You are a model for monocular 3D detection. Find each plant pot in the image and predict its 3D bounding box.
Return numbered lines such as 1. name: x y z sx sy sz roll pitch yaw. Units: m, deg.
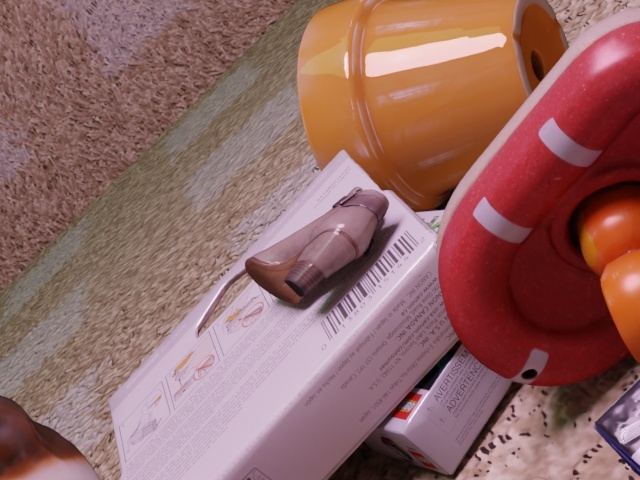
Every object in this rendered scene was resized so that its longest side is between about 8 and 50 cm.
1. plant pot: 0.113 -0.134 1.009 0.187 0.205 0.205 -12 33 33

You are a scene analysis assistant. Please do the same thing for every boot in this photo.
1. boot: 0.000 0.000 0.785 0.087 0.042 0.118 -47 21 -15

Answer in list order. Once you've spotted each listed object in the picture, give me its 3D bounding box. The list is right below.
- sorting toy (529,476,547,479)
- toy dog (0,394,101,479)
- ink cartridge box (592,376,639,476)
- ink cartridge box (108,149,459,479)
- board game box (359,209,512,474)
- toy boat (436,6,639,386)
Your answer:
1. sorting toy: 0.029 0.200 0.574 0.208 0.038 0.193 -11 23 5
2. toy dog: -0.330 0.269 0.774 0.408 0.285 0.395 -32 0 -18
3. ink cartridge box: 0.232 0.045 0.517 0.207 0.046 0.097 -45 34 -1
4. ink cartridge box: -0.032 0.086 0.838 0.296 0.066 0.261 -47 20 5
5. board game box: 0.056 0.064 0.876 0.193 0.053 0.305 -53 19 -17
6. toy boat: 0.163 0.003 0.610 0.231 0.151 0.151 -55 25 37
